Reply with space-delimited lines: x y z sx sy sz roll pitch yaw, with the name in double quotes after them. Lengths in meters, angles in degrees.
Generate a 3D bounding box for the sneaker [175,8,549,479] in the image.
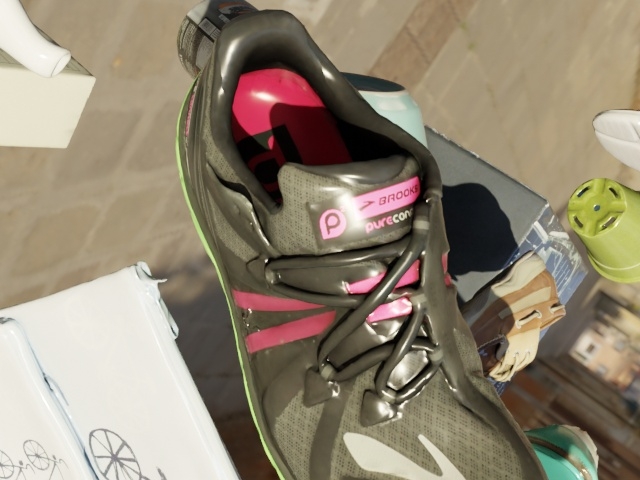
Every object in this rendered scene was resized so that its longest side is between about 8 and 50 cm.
0.017 0.038 0.813 0.185 0.482 0.202 -24 160 -17 "sneaker"

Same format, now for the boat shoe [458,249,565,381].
0.229 0.121 1.442 0.324 0.116 0.123 -33 173 -44 "boat shoe"

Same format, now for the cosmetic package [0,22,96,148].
-0.446 -0.198 1.332 0.309 0.160 0.113 -1 126 -53 "cosmetic package"

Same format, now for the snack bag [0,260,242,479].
-0.208 0.201 0.986 0.343 0.323 0.037 -16 -169 35 "snack bag"

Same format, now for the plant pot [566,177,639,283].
0.243 -0.015 0.922 0.079 0.083 0.083 28 99 -49 "plant pot"

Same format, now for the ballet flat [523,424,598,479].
0.222 0.220 1.101 0.087 0.083 0.247 -30 170 -23 "ballet flat"

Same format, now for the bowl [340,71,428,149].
0.032 -0.164 1.702 0.311 0.312 0.163 -27 127 -62 "bowl"

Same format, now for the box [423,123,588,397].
0.211 0.116 2.040 0.479 0.297 0.472 -55 152 0 "box"

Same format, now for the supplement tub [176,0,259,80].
-0.086 -0.207 1.302 0.117 0.190 0.117 -13 123 -22 "supplement tub"

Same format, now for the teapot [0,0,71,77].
-0.376 -0.196 0.888 0.256 0.187 0.252 -26 152 1 "teapot"

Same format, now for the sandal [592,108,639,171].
0.392 -0.107 1.041 0.102 0.265 0.076 53 50 -55 "sandal"
